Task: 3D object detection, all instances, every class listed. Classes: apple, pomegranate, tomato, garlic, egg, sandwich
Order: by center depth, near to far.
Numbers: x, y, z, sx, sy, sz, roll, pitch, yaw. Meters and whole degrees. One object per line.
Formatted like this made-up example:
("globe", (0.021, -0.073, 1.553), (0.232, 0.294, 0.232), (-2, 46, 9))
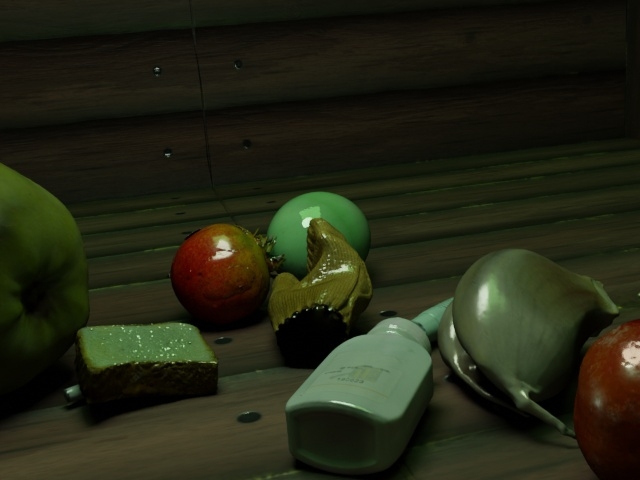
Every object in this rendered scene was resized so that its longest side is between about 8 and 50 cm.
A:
("tomato", (0.397, 0.190, 0.821), (0.232, 0.232, 0.188), (-2, 36, 12))
("garlic", (0.283, 0.160, 1.139), (0.246, 0.231, 0.340), (39, 40, -1))
("sandwich", (-0.288, 0.197, 1.230), (0.215, 0.065, 0.186), (1, 17, -23))
("apple", (-0.623, 0.059, 1.236), (0.474, 0.473, 0.473), (-5, 14, 1))
("pomegranate", (-0.189, 0.063, 1.530), (0.235, 0.210, 0.210), (-22, 18, -12))
("egg", (0.000, 0.000, 1.685), (0.220, 0.220, 0.270), (7, 12, 38))

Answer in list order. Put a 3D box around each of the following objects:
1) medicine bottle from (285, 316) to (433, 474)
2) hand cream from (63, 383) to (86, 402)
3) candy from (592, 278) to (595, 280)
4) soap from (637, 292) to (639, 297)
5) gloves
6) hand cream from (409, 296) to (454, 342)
("medicine bottle", (0.071, 0.210, 1.061), (0.161, 0.111, 0.296), (2, 17, 21))
("hand cream", (-0.331, 0.232, 1.267), (0.216, 0.038, 0.052), (-10, 38, -42))
("candy", (0.497, 0.074, 1.617), (0.185, 0.049, 0.055), (7, 47, 19))
("soap", (0.697, 0.134, 1.189), (0.199, 0.091, 0.315), (-13, 17, -28))
("gloves", (0.000, 0.098, 1.406), (0.203, 0.155, 0.356), (-37, 25, 23))
("hand cream", (0.271, 0.127, 1.421), (0.085, 0.058, 0.331), (5, 17, 41))
